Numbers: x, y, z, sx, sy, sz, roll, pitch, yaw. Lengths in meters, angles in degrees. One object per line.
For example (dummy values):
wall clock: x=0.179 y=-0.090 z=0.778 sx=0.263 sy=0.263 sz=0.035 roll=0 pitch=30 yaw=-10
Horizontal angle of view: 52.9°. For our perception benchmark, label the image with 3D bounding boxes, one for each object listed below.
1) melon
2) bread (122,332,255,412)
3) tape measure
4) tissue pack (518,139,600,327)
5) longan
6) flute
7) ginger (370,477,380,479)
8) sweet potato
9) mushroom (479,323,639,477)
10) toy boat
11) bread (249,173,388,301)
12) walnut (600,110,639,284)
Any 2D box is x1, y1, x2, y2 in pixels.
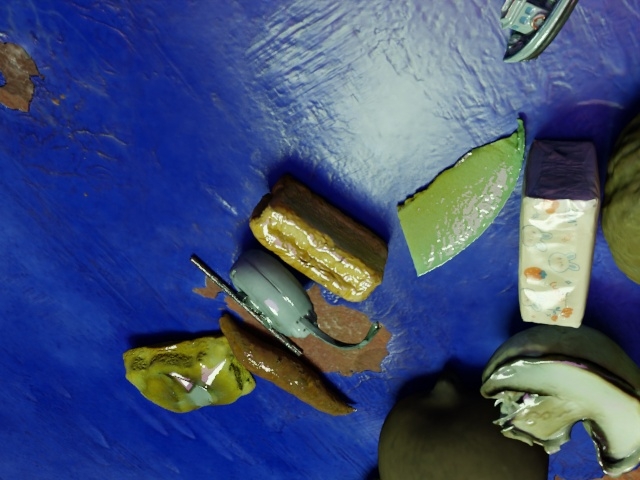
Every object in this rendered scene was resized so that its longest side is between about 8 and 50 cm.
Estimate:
melon: x=0.196 y=-0.065 z=0.890 sx=0.114 sy=0.053 sz=0.262 roll=42 pitch=123 yaw=4
bread: x=-0.250 y=0.256 z=1.202 sx=0.232 sy=0.088 sz=0.161 roll=-8 pitch=119 yaw=16
tape measure: x=-0.040 y=0.094 z=0.918 sx=0.164 sy=0.084 sz=0.330 roll=45 pitch=167 yaw=-20
tissue pack: x=0.302 y=-0.011 z=0.821 sx=0.092 sy=0.148 sz=0.196 roll=3 pitch=128 yaw=20
longan: x=0.233 y=0.370 z=1.079 sx=0.300 sy=0.243 sz=0.300 roll=3 pitch=97 yaw=22
flute: x=-0.124 y=0.117 z=1.112 sx=0.014 sy=0.014 sz=0.269 roll=-33 pitch=113 yaw=31
ginger: x=0.114 y=0.602 z=1.325 sx=0.375 sy=0.176 sz=0.256 roll=-27 pitch=132 yaw=29
sweet potato: x=-0.057 y=0.237 z=1.154 sx=0.314 sy=0.066 sz=0.072 roll=34 pitch=160 yaw=-14
mushroom: x=0.375 y=0.206 z=0.966 sx=0.266 sy=0.164 sz=0.190 roll=22 pitch=125 yaw=1
toy boat: x=0.239 y=-0.258 z=0.709 sx=0.066 sy=0.059 sz=0.140 roll=14 pitch=131 yaw=-12
bread: x=0.000 y=0.000 z=0.933 sx=0.211 sy=0.114 sz=0.083 roll=37 pitch=129 yaw=-12
walnut: x=0.441 y=-0.049 z=0.706 sx=0.227 sy=0.283 sz=0.283 roll=-22 pitch=132 yaw=-26
